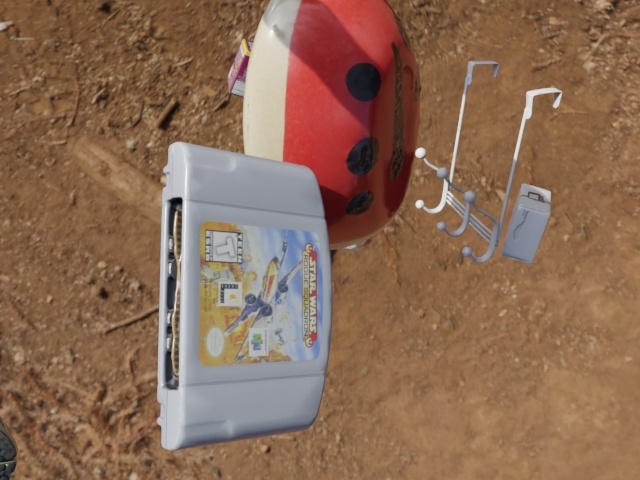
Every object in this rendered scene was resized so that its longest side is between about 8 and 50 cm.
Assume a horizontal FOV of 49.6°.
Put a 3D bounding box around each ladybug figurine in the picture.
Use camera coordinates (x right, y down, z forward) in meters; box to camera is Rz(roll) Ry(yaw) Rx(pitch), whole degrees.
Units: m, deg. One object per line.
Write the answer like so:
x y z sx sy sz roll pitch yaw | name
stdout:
0.031 -0.153 0.925 0.162 0.305 0.449 21 149 22 | ladybug figurine

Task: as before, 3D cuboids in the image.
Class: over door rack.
0.275 -0.156 1.263 0.108 0.239 0.324 8 114 -21 | over door rack

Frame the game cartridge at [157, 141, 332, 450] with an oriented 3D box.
-0.073 0.057 0.730 0.198 0.062 0.297 4 83 -38 | game cartridge

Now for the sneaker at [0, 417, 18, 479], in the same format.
-0.445 0.162 0.714 0.110 0.122 0.283 -48 111 -13 | sneaker

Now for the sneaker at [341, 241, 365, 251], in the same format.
0.000 0.000 1.335 0.169 0.108 0.292 12 158 -7 | sneaker

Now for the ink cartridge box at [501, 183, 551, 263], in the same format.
0.405 -0.035 1.359 0.063 0.150 0.109 18 115 12 | ink cartridge box

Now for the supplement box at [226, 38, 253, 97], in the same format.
-0.128 -0.297 1.202 0.043 0.055 0.083 15 124 -25 | supplement box
